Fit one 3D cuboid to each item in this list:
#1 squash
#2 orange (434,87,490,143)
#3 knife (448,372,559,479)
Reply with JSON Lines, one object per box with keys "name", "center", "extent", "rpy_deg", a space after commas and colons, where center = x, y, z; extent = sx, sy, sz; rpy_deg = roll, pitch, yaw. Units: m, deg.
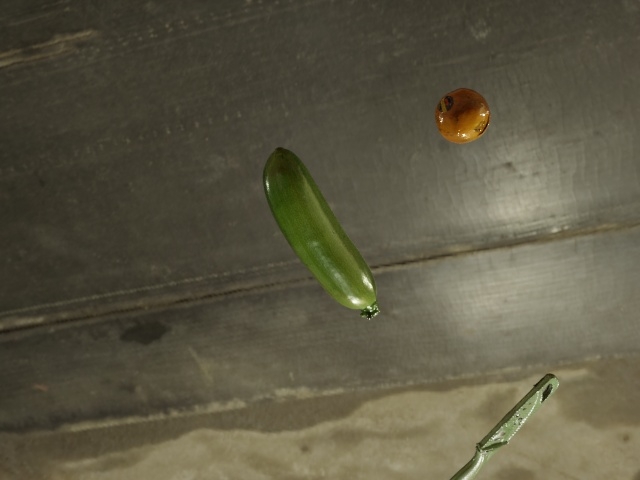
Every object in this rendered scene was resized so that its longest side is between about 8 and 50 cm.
{"name": "squash", "center": [0.000, 0.000, 1.422], "extent": [0.107, 0.107, 0.395], "rpy_deg": [-24, 114, 21]}
{"name": "orange", "center": [0.211, -0.185, 1.112], "extent": [0.083, 0.083, 0.083], "rpy_deg": [3, 125, 4]}
{"name": "knife", "center": [0.215, 0.272, 0.970], "extent": [0.043, 0.020, 0.293], "rpy_deg": [14, 123, -33]}
